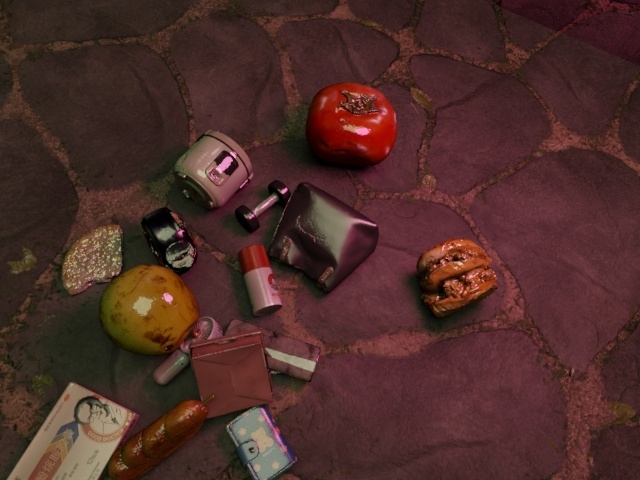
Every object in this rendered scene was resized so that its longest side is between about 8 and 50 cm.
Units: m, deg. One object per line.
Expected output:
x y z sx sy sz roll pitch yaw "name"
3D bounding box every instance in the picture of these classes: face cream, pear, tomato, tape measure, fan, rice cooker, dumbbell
-0.198 0.128 1.603 0.095 0.096 0.214 -14 69 -13 "face cream"
-0.495 0.206 1.436 0.283 0.283 0.284 3 66 -6 "pear"
0.108 -0.411 1.775 0.325 0.290 0.293 3 68 -8 "tomato"
-0.473 0.002 1.566 0.135 0.202 0.223 -30 88 -20 "tape measure"
-0.400 0.334 1.483 0.244 0.074 0.130 -44 36 -11 "fan"
-0.356 -0.242 1.682 0.226 0.226 0.244 34 64 8 "rice cooker"
-0.196 -0.119 1.711 0.191 0.100 0.100 -40 76 -21 "dumbbell"

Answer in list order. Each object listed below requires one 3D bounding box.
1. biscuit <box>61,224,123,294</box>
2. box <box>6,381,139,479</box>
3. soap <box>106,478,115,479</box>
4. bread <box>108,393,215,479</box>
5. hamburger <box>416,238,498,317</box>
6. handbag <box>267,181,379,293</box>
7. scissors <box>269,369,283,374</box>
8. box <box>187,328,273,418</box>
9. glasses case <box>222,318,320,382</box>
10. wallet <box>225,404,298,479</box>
-0.721 0.063 1.596 0.188 0.040 0.265 30 67 7 "biscuit"
-0.688 0.598 1.352 0.214 0.069 0.353 24 64 4 "box"
-0.453 0.704 1.289 0.261 0.150 0.094 14 71 -1 "soap"
-0.427 0.528 1.354 0.344 0.124 0.084 -39 56 -2 "bread"
0.447 0.117 1.603 0.245 0.260 0.211 -18 66 -7 "hamburger"
0.000 0.000 1.666 0.342 0.152 0.288 32 77 10 "handbag"
-0.130 0.399 1.538 0.113 0.012 0.039 -1 66 -8 "scissors"
-0.254 0.384 1.424 0.215 0.086 0.215 -10 107 -9 "box"
-0.155 0.339 1.525 0.299 0.060 0.114 17 62 4 "glasses case"
-0.173 0.587 1.424 0.141 0.059 0.202 -30 74 -16 "wallet"
